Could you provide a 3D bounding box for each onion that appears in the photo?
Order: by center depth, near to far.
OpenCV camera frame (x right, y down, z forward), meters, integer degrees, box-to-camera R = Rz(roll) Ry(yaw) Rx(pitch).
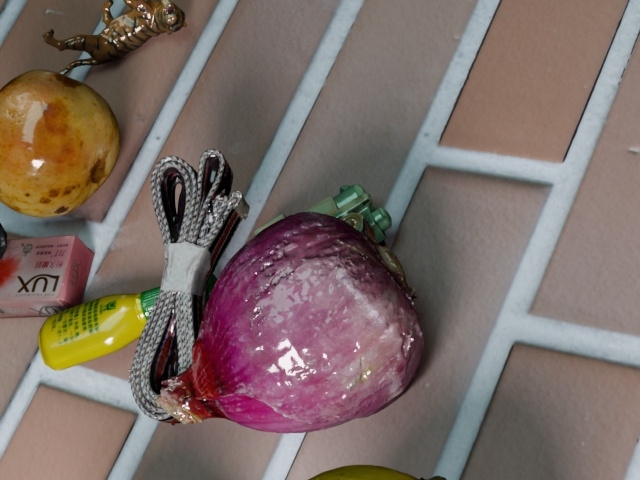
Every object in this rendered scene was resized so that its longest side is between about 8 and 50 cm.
[{"bbox_3d":[-0.051,0.115,1.758,0.348,0.159,0.267,-34,71,-2],"label":"onion"}]

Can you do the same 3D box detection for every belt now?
[{"bbox_3d":[-0.176,0.060,1.914,0.126,0.094,0.360,7,78,7],"label":"belt"}]

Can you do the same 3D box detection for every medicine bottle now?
[{"bbox_3d":[-0.260,0.103,2.007,0.260,0.064,0.095,-20,41,13],"label":"medicine bottle"}]

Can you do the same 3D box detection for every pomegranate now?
[{"bbox_3d":[-0.408,-0.147,2.158,0.215,0.215,0.215,-14,54,21],"label":"pomegranate"}]

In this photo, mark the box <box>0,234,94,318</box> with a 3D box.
[{"bbox_3d":[-0.411,0.054,2.130,0.156,0.060,0.111,-5,59,27],"label":"box"}]

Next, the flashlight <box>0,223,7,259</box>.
[{"bbox_3d":[-0.553,0.018,2.172,0.232,0.093,0.093,-17,50,44],"label":"flashlight"}]

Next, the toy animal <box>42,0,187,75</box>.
[{"bbox_3d":[-0.335,-0.319,2.322,0.255,0.114,0.116,-33,92,12],"label":"toy animal"}]

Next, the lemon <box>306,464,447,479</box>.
[{"bbox_3d":[0.044,0.380,1.516,0.297,0.297,0.297,-14,54,21],"label":"lemon"}]

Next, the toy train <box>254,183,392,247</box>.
[{"bbox_3d":[0.000,0.000,1.924,0.194,0.081,0.125,-32,45,9],"label":"toy train"}]
